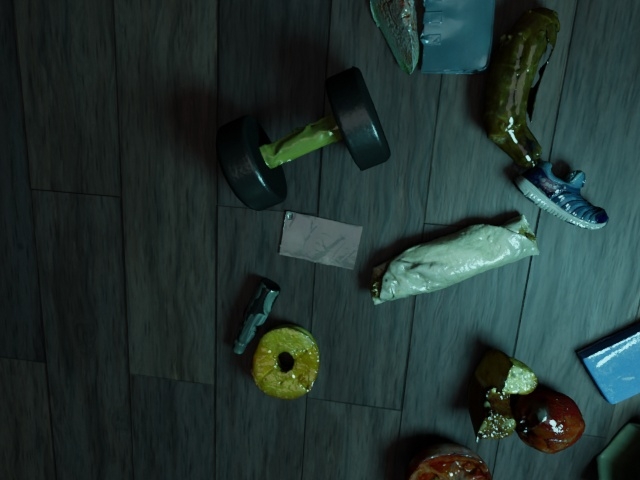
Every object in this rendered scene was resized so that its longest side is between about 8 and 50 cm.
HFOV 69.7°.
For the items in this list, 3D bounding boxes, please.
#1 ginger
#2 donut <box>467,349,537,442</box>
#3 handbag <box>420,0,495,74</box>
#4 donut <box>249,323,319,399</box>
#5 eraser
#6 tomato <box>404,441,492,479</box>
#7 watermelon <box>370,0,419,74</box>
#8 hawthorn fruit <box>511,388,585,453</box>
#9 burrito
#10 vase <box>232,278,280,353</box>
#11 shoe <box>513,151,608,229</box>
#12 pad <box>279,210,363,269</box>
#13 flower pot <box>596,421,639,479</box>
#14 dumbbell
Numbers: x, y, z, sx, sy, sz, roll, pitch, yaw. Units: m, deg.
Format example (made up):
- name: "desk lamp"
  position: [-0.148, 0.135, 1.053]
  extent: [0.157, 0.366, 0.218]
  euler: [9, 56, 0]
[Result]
- name: "ginger"
  position: [0.399, -0.312, 0.930]
  extent: [0.133, 0.107, 0.308]
  euler: [4, 105, -23]
- name: "donut"
  position: [0.421, 0.348, 1.072]
  extent: [0.085, 0.141, 0.217]
  euler: [12, 116, -5]
- name: "handbag"
  position: [0.280, -0.457, 0.940]
  extent: [0.144, 0.057, 0.220]
  euler: [5, 104, 11]
- name: "donut"
  position: [-0.085, 0.299, 1.162]
  extent: [0.175, 0.074, 0.190]
  euler: [2, 99, 9]
- name: "eraser"
  position: [0.769, 0.247, 1.045]
  extent: [0.312, 0.042, 0.144]
  euler: [-31, 97, 14]
- name: "tomato"
  position: [0.316, 0.598, 1.167]
  extent: [0.228, 0.101, 0.227]
  euler: [0, 109, 1]
- name: "watermelon"
  position: [0.168, -0.438, 0.946]
  extent: [0.081, 0.094, 0.180]
  euler: [-26, 114, 10]
- name: "hawthorn fruit"
  position: [0.537, 0.415, 1.072]
  extent: [0.172, 0.148, 0.147]
  euler: [-7, 104, -15]
- name: "burrito"
  position: [0.292, 0.043, 1.048]
  extent: [0.393, 0.076, 0.117]
  euler: [-19, 93, 10]
- name: "vase"
  position: [-0.169, 0.197, 1.155]
  extent: [0.060, 0.060, 0.211]
  euler: [28, 105, 1]
- name: "shoe"
  position: [0.519, -0.100, 0.970]
  extent: [0.207, 0.091, 0.106]
  euler: [35, 111, 2]
- name: "pad"
  position: [0.000, 0.000, 1.113]
  extent: [0.188, 0.006, 0.113]
  euler: [11, 104, 3]
- name: "flower pot"
  position: [0.782, 0.553, 1.031]
  extent: [0.190, 0.239, 0.209]
  euler: [28, 74, -1]
- name: "dumbbell"
  position: [-0.034, -0.206, 0.966]
  extent: [0.323, 0.203, 0.203]
  euler: [-20, 100, 13]
